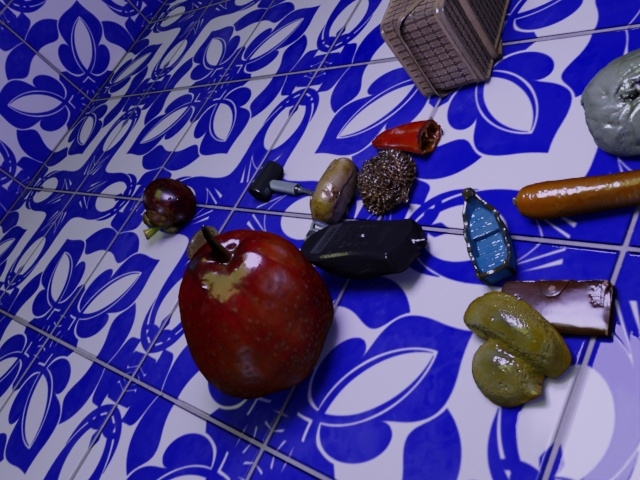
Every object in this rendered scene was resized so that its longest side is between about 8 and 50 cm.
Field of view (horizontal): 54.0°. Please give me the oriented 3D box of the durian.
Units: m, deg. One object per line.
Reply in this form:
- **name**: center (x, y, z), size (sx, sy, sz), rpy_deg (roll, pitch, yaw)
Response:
- **durian**: center (0.135, -0.131, 1.319), size (0.148, 0.091, 0.188), rpy_deg (-40, 40, 7)

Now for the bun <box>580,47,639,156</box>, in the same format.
- **bun**: center (0.544, -0.244, 1.036), size (0.221, 0.108, 0.221), rpy_deg (-24, 43, 24)

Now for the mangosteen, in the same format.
- **mangosteen**: center (-0.423, -0.082, 1.750), size (0.145, 0.156, 0.181), rpy_deg (11, 93, 19)

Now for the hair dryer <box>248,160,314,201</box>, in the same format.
- **hair dryer**: center (-0.085, -0.137, 1.562), size (0.197, 0.057, 0.100), rpy_deg (16, 68, 39)

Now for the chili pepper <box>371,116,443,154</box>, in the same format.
- **chili pepper**: center (0.178, -0.222, 1.389), size (0.169, 0.065, 0.088), rpy_deg (3, 43, 49)

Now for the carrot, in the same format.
- **carrot**: center (0.427, -0.074, 1.029), size (0.225, 0.067, 0.067), rpy_deg (-9, 51, 35)

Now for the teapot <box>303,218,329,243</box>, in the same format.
- **teapot**: center (0.000, 0.000, 1.339), size (0.057, 0.088, 0.066), rpy_deg (13, 23, 24)

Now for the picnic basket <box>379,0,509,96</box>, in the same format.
- **picnic basket**: center (0.292, -0.506, 1.401), size (0.175, 0.228, 0.313), rpy_deg (-7, 52, 41)

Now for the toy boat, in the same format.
- **toy boat**: center (0.284, -0.012, 1.091), size (0.075, 0.077, 0.186), rpy_deg (-24, 43, 25)

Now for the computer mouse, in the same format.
- **computer mouse**: center (0.091, 0.022, 1.227), size (0.264, 0.088, 0.147), rpy_deg (-4, 33, 36)

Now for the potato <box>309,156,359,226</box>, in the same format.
- **potato**: center (0.030, -0.106, 1.379), size (0.080, 0.107, 0.171), rpy_deg (26, 76, 13)

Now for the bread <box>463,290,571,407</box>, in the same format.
- **bread**: center (0.270, 0.159, 0.950), size (0.149, 0.065, 0.188), rpy_deg (-53, 46, 13)

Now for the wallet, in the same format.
- **wallet**: center (0.356, 0.102, 0.968), size (0.176, 0.026, 0.095), rpy_deg (-4, 56, 41)

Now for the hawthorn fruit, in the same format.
- **hawthorn fruit**: center (-0.133, 0.109, 1.146), size (0.284, 0.369, 0.285), rpy_deg (-12, 40, 10)

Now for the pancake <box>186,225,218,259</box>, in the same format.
- **pancake**: center (-0.312, 0.006, 1.660), size (0.114, 0.011, 0.115), rpy_deg (-22, 45, 24)
